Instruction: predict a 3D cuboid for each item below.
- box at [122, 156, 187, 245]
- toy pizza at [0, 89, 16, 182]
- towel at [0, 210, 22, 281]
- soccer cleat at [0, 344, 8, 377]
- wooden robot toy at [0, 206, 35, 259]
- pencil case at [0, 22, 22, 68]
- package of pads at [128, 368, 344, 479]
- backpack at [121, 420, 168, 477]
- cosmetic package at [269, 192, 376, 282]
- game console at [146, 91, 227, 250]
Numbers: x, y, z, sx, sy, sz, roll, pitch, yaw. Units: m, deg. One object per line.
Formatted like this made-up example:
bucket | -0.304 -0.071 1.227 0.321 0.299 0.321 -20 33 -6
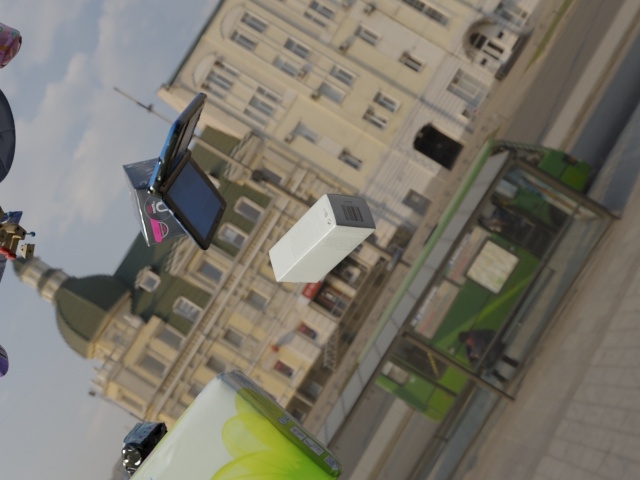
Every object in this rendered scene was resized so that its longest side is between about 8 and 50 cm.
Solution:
box | -0.443 -0.117 1.908 0.270 0.143 0.165 -139 37 -61
toy pizza | -0.619 -0.195 1.271 0.201 0.032 0.201 2 -90 -87
towel | -0.808 0.067 1.623 0.285 0.034 0.209 -65 -14 15
soccer cleat | -0.979 0.283 2.011 0.083 0.248 0.095 -25 -16 -14
wooden robot toy | -0.632 -0.012 1.365 0.173 0.079 0.076 78 -157 -65
pencil case | -0.933 -0.572 1.823 0.124 0.284 0.124 -50 17 22
package of pads | -0.141 0.358 0.985 0.296 0.229 0.101 -50 -14 -1
backpack | -0.561 0.656 2.231 0.182 0.115 0.151 -60 -29 -62
cosmetic package | 0.000 0.000 1.485 0.117 0.085 0.231 6 -34 -39
game console | -0.268 -0.165 1.581 0.293 0.173 0.250 -86 21 -64
